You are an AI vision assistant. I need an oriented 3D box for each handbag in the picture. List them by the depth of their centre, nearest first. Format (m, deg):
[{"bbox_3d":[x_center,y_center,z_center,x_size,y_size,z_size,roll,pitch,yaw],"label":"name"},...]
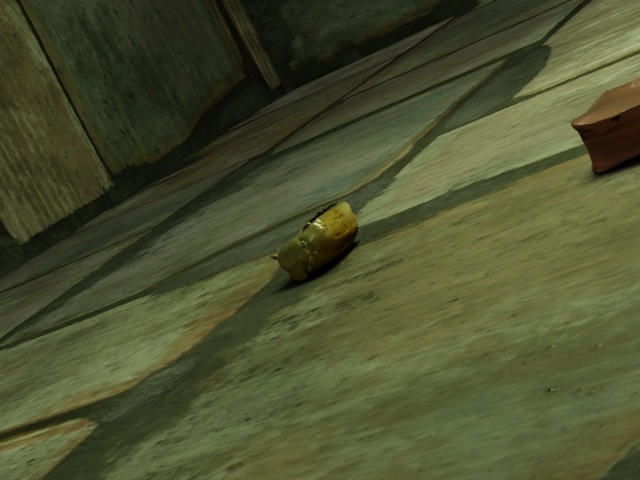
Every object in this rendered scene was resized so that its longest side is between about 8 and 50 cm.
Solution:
[{"bbox_3d":[0.339,-0.138,1.190,0.213,0.059,0.157,-21,12,33],"label":"handbag"}]

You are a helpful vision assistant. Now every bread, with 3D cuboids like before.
[{"bbox_3d":[0.000,0.000,1.388,0.072,0.053,0.106,-48,-3,26],"label":"bread"}]
